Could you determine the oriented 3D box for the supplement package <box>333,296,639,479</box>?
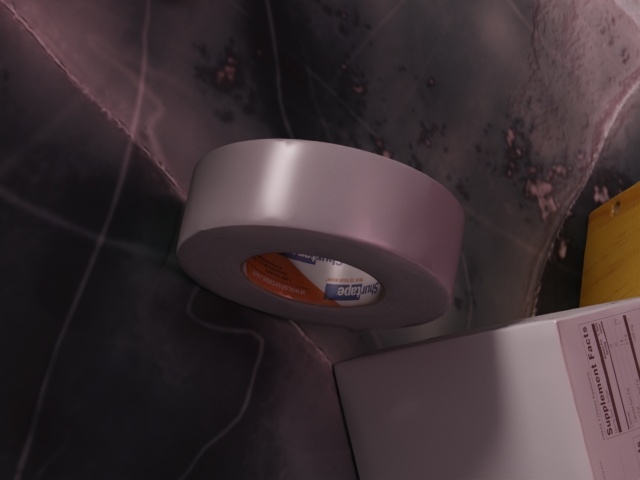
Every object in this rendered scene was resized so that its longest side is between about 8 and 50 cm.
[{"bbox_3d":[0.165,0.169,1.272,0.145,0.262,0.204,-11,86,-42],"label":"supplement package"}]

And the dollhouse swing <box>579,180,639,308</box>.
[{"bbox_3d":[0.416,0.145,1.489,0.305,0.315,0.346,16,68,-15],"label":"dollhouse swing"}]

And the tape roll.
[{"bbox_3d":[0.000,0.000,1.201,0.219,0.219,0.072,26,64,-33],"label":"tape roll"}]
